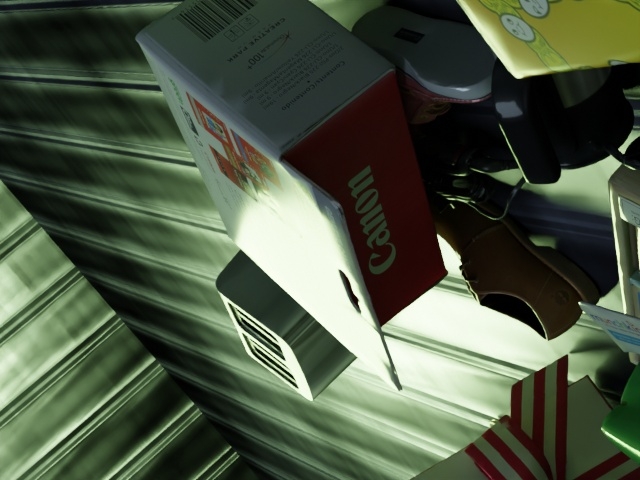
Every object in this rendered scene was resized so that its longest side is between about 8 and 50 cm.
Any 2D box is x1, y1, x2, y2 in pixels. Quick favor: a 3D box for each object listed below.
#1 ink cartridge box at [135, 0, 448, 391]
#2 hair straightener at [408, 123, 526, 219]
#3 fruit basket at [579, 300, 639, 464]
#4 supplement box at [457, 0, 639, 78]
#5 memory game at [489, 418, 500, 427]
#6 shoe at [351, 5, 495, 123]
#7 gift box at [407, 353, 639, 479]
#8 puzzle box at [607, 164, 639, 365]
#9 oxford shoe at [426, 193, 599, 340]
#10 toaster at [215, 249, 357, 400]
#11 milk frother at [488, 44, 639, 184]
[{"bbox_3d":[0.004,-0.052,1.356,0.272,0.130,0.309,42,164,33],"label":"ink cartridge box"},{"bbox_3d":[0.113,-0.067,1.402,0.230,0.047,0.089,14,145,51],"label":"hair straightener"},{"bbox_3d":[0.361,0.144,0.918,0.327,0.165,0.353,41,160,-25],"label":"fruit basket"},{"bbox_3d":[0.183,-0.211,0.649,0.195,0.194,0.356,51,162,-18],"label":"supplement box"},{"bbox_3d":[0.275,0.280,1.851,0.186,0.012,0.186,40,162,15],"label":"memory game"},{"bbox_3d":[0.098,-0.132,1.248,0.178,0.063,0.081,32,160,51],"label":"shoe"},{"bbox_3d":[0.251,0.293,1.560,0.255,0.276,0.258,51,171,28],"label":"gift box"},{"bbox_3d":[0.395,0.109,1.125,0.409,0.052,0.272,33,160,33],"label":"puzzle box"},{"bbox_3d":[0.154,0.017,1.431,0.212,0.076,0.076,37,163,31],"label":"oxford shoe"},{"bbox_3d":[-0.034,0.103,1.991,0.186,0.110,0.168,34,160,30],"label":"toaster"},{"bbox_3d":[0.190,-0.114,1.048,0.143,0.129,0.134,-13,134,18],"label":"milk frother"}]
